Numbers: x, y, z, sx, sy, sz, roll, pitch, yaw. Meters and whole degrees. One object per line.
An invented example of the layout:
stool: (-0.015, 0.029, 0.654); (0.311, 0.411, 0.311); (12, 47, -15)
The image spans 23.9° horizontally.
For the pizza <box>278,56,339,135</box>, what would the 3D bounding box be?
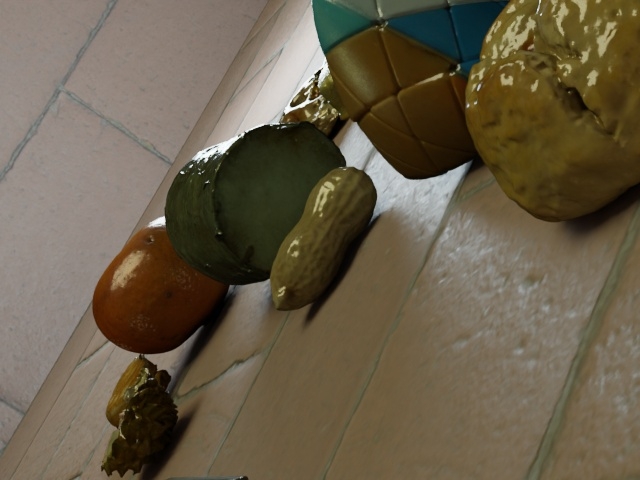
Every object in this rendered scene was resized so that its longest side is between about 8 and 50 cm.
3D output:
pizza: (0.000, -0.212, 2.308); (0.297, 0.071, 0.189); (-52, 12, 21)

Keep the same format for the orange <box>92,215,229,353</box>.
orange: (-0.235, 0.072, 2.248); (0.224, 0.170, 0.224); (-51, 0, 0)

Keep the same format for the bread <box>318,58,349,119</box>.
bread: (0.064, -0.255, 2.138); (0.125, 0.086, 0.156); (-38, 24, 40)

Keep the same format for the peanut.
peanut: (0.000, 0.000, 1.727); (0.187, 0.082, 0.082); (-60, 12, -12)

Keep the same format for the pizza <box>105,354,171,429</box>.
pizza: (-0.275, 0.231, 2.270); (0.127, 0.058, 0.246); (-62, 11, -20)

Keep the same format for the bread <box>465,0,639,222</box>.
bread: (0.199, -0.135, 1.132); (0.244, 0.134, 0.244); (-56, 10, 16)

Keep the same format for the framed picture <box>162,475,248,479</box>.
framed picture: (-0.225, 0.297, 1.621); (0.232, 0.024, 0.315); (-16, -2, -21)

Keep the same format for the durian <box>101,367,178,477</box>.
durian: (-0.242, 0.263, 2.028); (0.224, 0.078, 0.140); (124, 163, -66)

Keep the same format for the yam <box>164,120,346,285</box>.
yam: (-0.084, -0.041, 1.912); (0.195, 0.195, 0.300); (-59, 13, -12)

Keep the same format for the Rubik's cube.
Rubik's cube: (0.132, -0.173, 1.527); (0.254, 0.254, 0.254); (-53, 12, 17)
